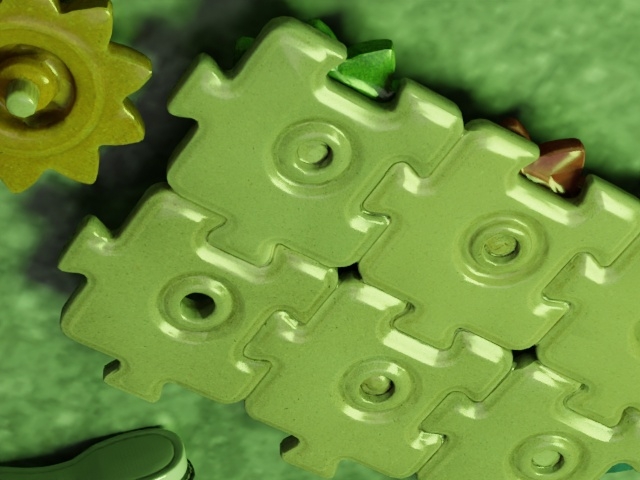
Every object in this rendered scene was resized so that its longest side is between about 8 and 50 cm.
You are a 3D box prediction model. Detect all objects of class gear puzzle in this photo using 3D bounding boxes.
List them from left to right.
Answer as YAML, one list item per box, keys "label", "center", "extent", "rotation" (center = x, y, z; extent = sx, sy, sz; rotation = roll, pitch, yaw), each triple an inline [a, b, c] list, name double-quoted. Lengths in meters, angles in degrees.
- label: "gear puzzle"
  center: [0.000, 0.000, 0.688]
  extent: [0.339, 0.044, 0.175]
  rotation: [25, 123, -21]

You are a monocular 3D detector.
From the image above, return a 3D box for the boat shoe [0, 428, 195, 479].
- label: "boat shoe"
  center: [-0.111, 0.111, 0.759]
  extent: [0.125, 0.046, 0.038]
  rotation: [-17, 124, -4]
